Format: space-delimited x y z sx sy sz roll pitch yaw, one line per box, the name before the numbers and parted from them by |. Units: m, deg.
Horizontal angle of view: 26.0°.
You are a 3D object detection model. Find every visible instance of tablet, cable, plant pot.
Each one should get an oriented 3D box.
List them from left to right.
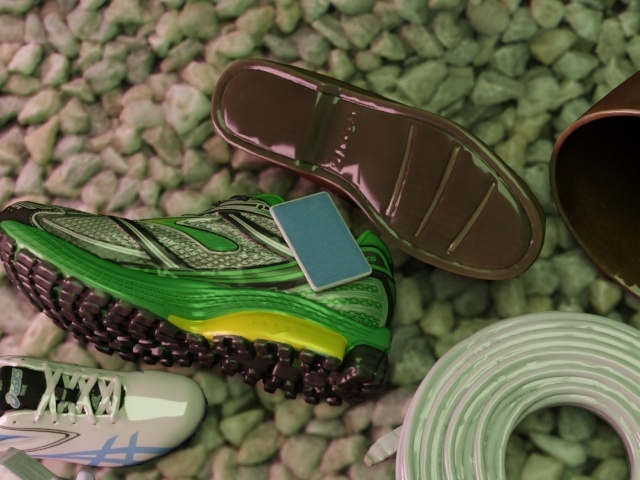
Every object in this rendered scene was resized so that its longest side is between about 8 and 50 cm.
tablet | 0.000 0.000 1.091 0.054 0.006 0.083 -17 63 -25
cable | 0.185 0.174 1.060 0.257 0.089 0.257 40 78 19
plant pot | 0.334 -0.087 1.100 0.215 0.215 0.230 33 61 17

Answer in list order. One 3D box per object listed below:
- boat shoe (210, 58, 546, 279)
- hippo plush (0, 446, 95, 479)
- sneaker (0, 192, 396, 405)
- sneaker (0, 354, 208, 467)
boat shoe | 0.060 -0.070 1.152 0.307 0.104 0.111 32 103 18
hippo plush | -0.158 0.297 0.953 0.294 0.234 0.237 16 79 29
sneaker | -0.103 0.027 1.143 0.343 0.134 0.146 14 64 2
sneaker | -0.212 0.135 1.123 0.237 0.086 0.085 0 67 5
